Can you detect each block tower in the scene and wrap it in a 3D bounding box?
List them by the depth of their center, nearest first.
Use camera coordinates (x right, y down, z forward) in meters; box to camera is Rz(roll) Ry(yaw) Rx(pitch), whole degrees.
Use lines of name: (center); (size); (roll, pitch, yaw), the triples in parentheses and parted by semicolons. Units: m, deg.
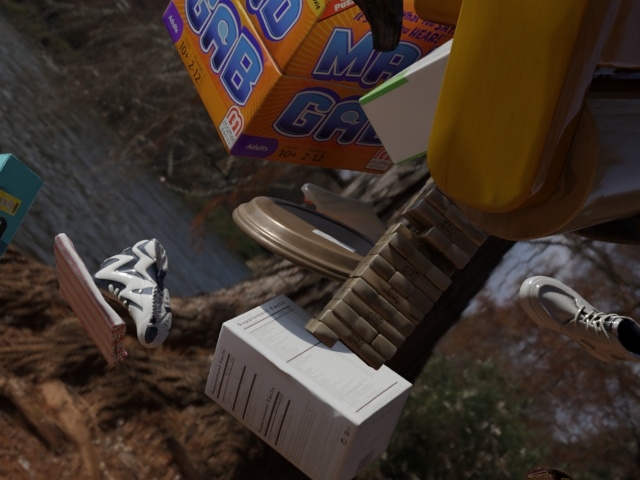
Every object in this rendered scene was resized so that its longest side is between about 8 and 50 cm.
block tower: (0.125, 0.007, 1.059); (0.097, 0.335, 0.091); (42, -7, -2)

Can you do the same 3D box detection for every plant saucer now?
plant saucer: (0.000, 0.000, 1.358); (0.278, 0.041, 0.278); (24, 12, -5)

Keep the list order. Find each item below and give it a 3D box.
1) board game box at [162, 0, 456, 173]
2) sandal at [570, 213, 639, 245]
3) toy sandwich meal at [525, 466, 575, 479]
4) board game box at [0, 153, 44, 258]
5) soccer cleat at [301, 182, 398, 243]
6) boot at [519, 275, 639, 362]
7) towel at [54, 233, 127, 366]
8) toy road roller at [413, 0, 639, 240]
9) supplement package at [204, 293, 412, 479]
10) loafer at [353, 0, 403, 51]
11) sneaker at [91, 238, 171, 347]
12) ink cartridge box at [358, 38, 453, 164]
board game box: (0.004, -0.375, 1.538); (0.356, 0.356, 0.356); (2, 48, -41)
sandal: (0.288, -0.047, 0.749); (0.303, 0.120, 0.086); (14, 5, -6)
toy sandwich meal: (0.347, 0.373, 1.331); (0.085, 0.085, 0.029); (46, 39, -4)
board game box: (-0.592, 0.028, 1.327); (0.254, 0.336, 0.079); (3, -30, 36)
soccer cleat: (0.054, -0.052, 1.611); (0.196, 0.076, 0.068); (37, 6, 11)
boot: (0.487, 0.140, 1.601); (0.258, 0.095, 0.123); (30, -17, -21)
towel: (-0.300, 0.081, 1.170); (0.144, 0.029, 0.197); (53, -24, 11)
toy road roller: (0.137, -0.185, 0.609); (0.241, 0.329, 0.203); (26, 24, 39)
supplement package: (-0.021, 0.208, 1.248); (0.244, 0.133, 0.139); (33, 33, 26)
loafer: (0.048, -0.300, 0.981); (0.223, 0.078, 0.076); (74, 9, -52)
sneaker: (-0.377, 0.113, 1.721); (0.094, 0.153, 0.235); (58, 20, -59)
ink cartridge box: (0.220, -0.235, 1.253); (0.198, 0.273, 0.114); (-20, -75, 53)
